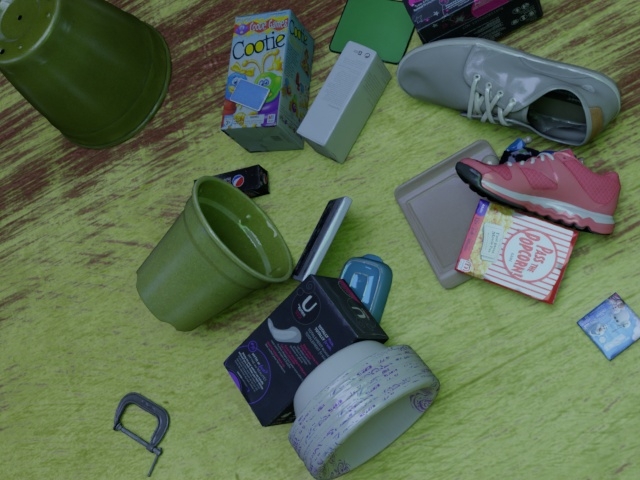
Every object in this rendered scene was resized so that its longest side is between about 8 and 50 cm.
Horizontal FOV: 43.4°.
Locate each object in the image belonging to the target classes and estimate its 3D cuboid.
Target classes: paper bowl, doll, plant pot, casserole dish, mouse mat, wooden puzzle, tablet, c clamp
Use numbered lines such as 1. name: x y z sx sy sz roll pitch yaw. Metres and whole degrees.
1. paper bowl: 0.066 0.293 1.462 0.284 0.284 0.148 -41 63 7
2. doll: 0.405 -0.136 1.554 0.189 0.046 0.129 9 91 9
3. plant pot: -0.243 0.050 1.698 0.254 0.276 0.276 -41 63 20
4. casserole dish: 0.077 0.115 1.650 0.114 0.037 0.188 14 81 26
5. mouse mat: 0.123 -0.481 1.824 0.189 0.007 0.153 18 82 25
6. wooden puzzle: 0.292 -0.052 1.611 0.221 0.044 0.239 -30 70 11
7. plant pot: -0.607 -0.454 1.926 0.366 0.353 0.366 -7 72 20
8. tablet: -0.152 -0.313 1.727 0.083 0.006 0.054 25 86 27
9. c clamp: -0.398 0.415 1.765 0.160 0.022 0.137 30 87 26

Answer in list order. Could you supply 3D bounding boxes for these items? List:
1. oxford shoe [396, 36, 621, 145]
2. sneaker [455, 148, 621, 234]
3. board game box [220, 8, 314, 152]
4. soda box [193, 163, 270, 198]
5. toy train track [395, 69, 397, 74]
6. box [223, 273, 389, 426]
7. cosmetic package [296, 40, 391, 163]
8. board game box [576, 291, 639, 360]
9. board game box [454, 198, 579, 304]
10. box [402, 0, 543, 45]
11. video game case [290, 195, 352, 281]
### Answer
1. oxford shoe: 0.350 -0.289 1.577 0.449 0.169 0.130 17 53 23
2. sneaker: 0.406 -0.115 1.491 0.313 0.116 0.136 19 93 -2
3. board game box: -0.116 -0.354 1.809 0.142 0.144 0.275 -1 74 23
4. soda box: -0.202 -0.120 1.825 0.169 0.053 0.060 -12 71 20
5. toy train track: 0.202 -0.381 1.757 0.083 0.014 0.048 -20 68 17
6. box: -0.029 0.216 1.578 0.270 0.143 0.165 -46 64 18
7. cosmetic package: 0.053 -0.296 1.738 0.085 0.117 0.231 29 86 27
8. board game box: 0.530 0.156 1.458 0.090 0.020 0.090 -40 65 7
9. board game box: 0.370 0.021 1.523 0.193 0.045 0.147 19 91 15
10. box: 0.309 -0.498 1.665 0.247 0.163 0.142 -25 63 14
11. video game case: 0.000 0.000 1.652 0.022 0.173 0.190 27 86 -9
